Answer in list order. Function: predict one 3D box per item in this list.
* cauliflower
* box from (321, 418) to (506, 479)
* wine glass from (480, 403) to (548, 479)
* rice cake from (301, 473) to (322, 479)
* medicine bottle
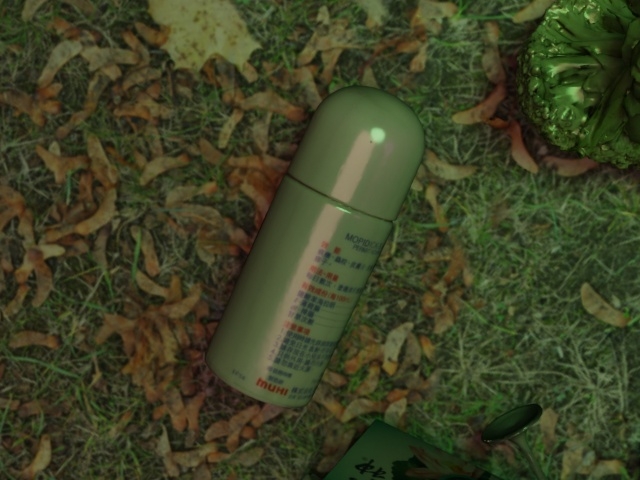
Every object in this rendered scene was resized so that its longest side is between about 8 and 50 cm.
[{"bbox_3d":[0.344,-0.174,0.854,0.272,0.250,0.275,33,104,4],"label":"cauliflower"},{"bbox_3d":[0.123,0.301,0.946,0.244,0.153,0.092,22,118,20],"label":"box"},{"bbox_3d":[0.255,0.283,1.004,0.079,0.079,0.195,-29,93,9],"label":"wine glass"},{"bbox_3d":[0.085,0.420,1.044,0.072,0.056,0.365,-40,89,-3],"label":"rice cake"},{"bbox_3d":[0.000,0.000,0.973,0.130,0.130,0.341,25,100,3],"label":"medicine bottle"}]
